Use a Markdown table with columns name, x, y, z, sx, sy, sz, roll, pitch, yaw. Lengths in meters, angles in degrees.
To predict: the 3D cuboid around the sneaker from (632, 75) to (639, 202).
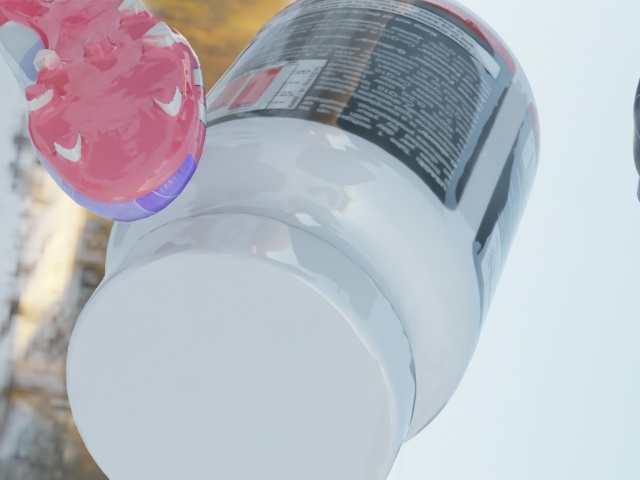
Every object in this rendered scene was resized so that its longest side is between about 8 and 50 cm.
| name | x | y | z | sx | sy | sz | roll | pitch | yaw |
| --- | --- | --- | --- | --- | --- | --- | --- | --- | --- |
| sneaker | 0.266 | -0.121 | 1.182 | 0.090 | 0.081 | 0.232 | 80 | 27 | -45 |

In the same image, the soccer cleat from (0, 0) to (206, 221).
| name | x | y | z | sx | sy | sz | roll | pitch | yaw |
| --- | --- | --- | --- | --- | --- | --- | --- | --- | --- |
| soccer cleat | -0.102 | -0.068 | 0.825 | 0.248 | 0.083 | 0.095 | 54 | -12 | 52 |

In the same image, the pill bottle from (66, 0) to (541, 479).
| name | x | y | z | sx | sy | sz | roll | pitch | yaw |
| --- | --- | --- | --- | --- | --- | --- | --- | --- | --- |
| pill bottle | 0.000 | 0.000 | 1.004 | 0.363 | 0.210 | 0.210 | -60 | 163 | -60 |
